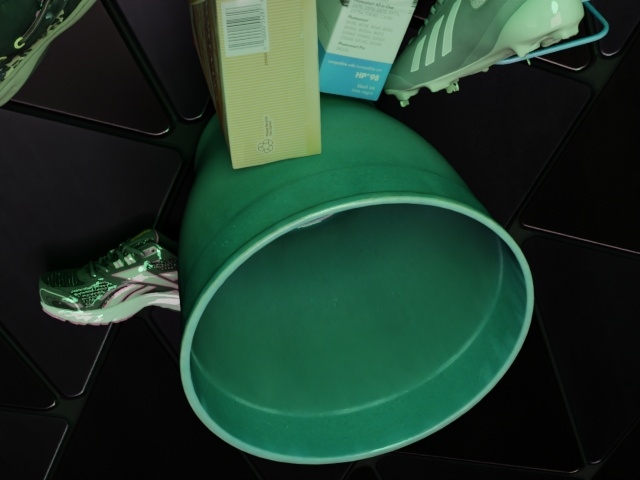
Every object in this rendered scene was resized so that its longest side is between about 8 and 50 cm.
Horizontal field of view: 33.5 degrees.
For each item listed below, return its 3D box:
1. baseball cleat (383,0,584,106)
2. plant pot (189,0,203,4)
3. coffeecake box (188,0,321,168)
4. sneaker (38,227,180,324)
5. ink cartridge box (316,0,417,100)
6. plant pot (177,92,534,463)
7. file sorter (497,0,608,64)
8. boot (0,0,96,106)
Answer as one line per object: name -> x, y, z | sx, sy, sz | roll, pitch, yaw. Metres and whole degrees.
baseball cleat -> 0.109, -0.173, 0.800 | 0.072, 0.206, 0.109 | -26, 97, -37
plant pot -> -0.017, -0.366, 0.511 | 0.367, 0.366, 0.353 | -33, 107, 11
coffeecake box -> -0.054, -0.166, 0.777 | 0.068, 0.185, 0.142 | -10, 130, -9
sneaker -> -0.173, 0.024, 0.988 | 0.178, 0.072, 0.077 | -7, 119, -22
ink cartridge box -> 0.036, -0.213, 0.821 | 0.060, 0.104, 0.180 | 7, 126, -22
plant pot -> 0.000, 0.000, 0.886 | 0.272, 0.255, 0.271 | -9, 130, -11
file sorter -> 0.162, -0.241, 0.838 | 0.118, 0.104, 0.170 | -15, 132, -4
boot -> -0.245, -0.177, 0.721 | 0.236, 0.085, 0.179 | -47, 165, 26
